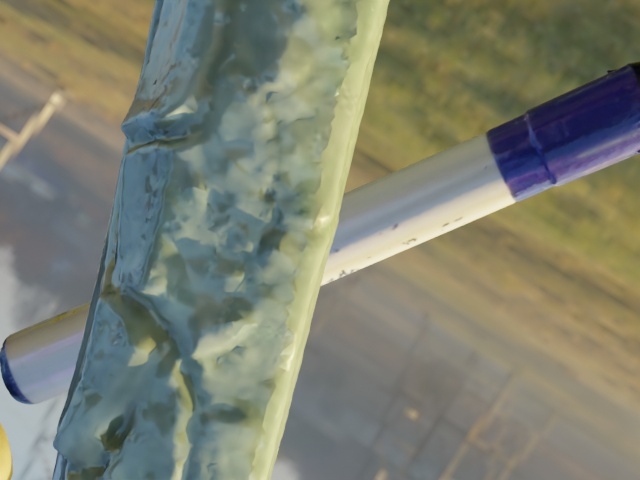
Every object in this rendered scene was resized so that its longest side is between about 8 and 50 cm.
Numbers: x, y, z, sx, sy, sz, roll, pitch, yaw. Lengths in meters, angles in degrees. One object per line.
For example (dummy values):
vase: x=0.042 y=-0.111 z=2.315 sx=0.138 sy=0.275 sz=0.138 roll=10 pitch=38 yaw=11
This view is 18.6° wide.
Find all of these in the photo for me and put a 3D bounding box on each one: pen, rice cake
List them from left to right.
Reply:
rice cake: x=-0.018 y=-0.043 z=0.495 sx=0.063 sy=0.336 sz=0.066 roll=11 pitch=-173 yaw=-3
pen: x=0.000 y=0.001 z=0.730 sx=0.033 sy=0.269 sz=0.033 roll=-23 pitch=-90 yaw=-78

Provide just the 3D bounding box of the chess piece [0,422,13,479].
chess piece: x=-0.247 y=0.000 z=0.976 sx=0.139 sy=0.124 sz=0.307 roll=30 pitch=137 yaw=38
